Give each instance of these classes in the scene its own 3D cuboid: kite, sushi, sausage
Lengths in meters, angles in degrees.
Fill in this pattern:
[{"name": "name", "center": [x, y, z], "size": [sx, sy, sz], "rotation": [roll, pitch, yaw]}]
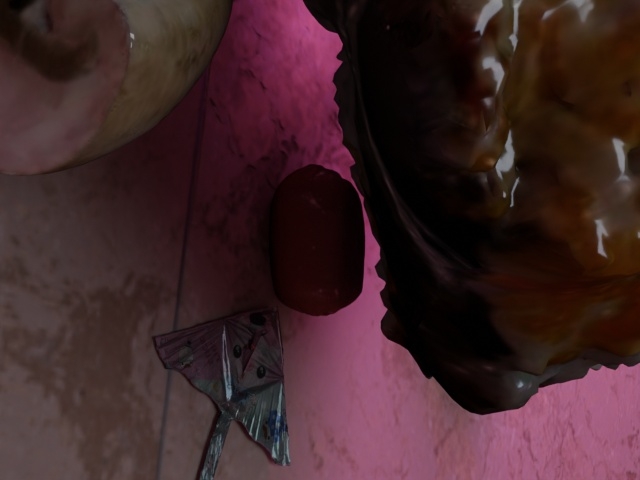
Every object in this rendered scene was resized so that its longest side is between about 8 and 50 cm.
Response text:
[{"name": "kite", "center": [-0.056, 0.099, 0.599], "size": [0.137, 0.005, 0.153], "rotation": [50, 50, -34]}, {"name": "sushi", "center": [0.084, -0.113, 0.546], "size": [0.417, 0.175, 0.418], "rotation": [-15, 90, -84]}, {"name": "sausage", "center": [0.000, 0.000, 0.643], "size": [0.059, 0.054, 0.094], "rotation": [6, 83, -52]}]

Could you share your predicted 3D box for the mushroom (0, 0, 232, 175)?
[{"name": "mushroom", "center": [-0.105, -0.171, 0.405], "size": [0.254, 0.195, 0.189], "rotation": [65, 32, -28]}]
